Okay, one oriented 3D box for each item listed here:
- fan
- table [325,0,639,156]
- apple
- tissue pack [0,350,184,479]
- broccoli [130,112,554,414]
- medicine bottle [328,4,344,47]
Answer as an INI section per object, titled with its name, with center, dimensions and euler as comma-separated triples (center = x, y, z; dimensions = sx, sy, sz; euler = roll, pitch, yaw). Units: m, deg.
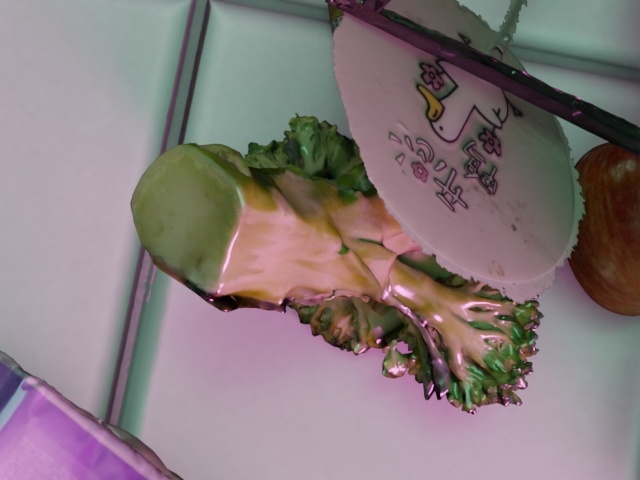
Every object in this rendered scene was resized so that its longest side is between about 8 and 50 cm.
[fan]
center = 0.121, -0.126, 1.365
dimensions = 0.233, 0.012, 0.414
euler = 45, 40, -17
[table]
center = 0.192, -0.284, 1.324
dimensions = 0.272, 0.222, 0.335
euler = 24, 51, -21
[apple]
center = 0.245, -0.015, 1.420
dimensions = 0.146, 0.146, 0.131
euler = -10, 83, -4
[tissue pack]
center = -0.239, 0.255, 1.306
dimensions = 0.338, 0.160, 0.242
euler = -52, 123, -10
[broccoli]
center = -0.006, -0.021, 1.313
dimensions = 0.221, 0.361, 0.252
euler = -35, 53, 23
[medicine bottle]
center = 0.031, -0.164, 1.481
dimensions = 0.047, 0.047, 0.083
euler = -7, 80, -4
